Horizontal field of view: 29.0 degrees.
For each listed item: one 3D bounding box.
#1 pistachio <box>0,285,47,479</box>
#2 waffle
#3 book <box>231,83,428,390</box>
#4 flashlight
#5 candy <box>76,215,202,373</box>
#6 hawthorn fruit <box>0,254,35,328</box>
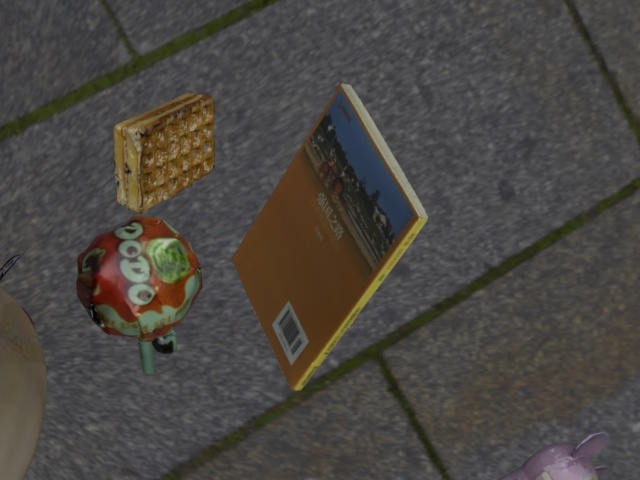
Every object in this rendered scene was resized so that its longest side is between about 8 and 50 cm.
[{"bbox_3d":[-0.311,0.125,0.695,0.332,0.208,0.226,-33,91,-23],"label":"pistachio"},{"bbox_3d":[-0.172,-0.100,1.376,0.148,0.042,0.102,-37,136,-52],"label":"waffle"},{"bbox_3d":[0.000,0.000,1.764,0.028,0.374,0.262,4,46,-36],"label":"book"},{"bbox_3d":[0.074,0.116,0.514,0.110,0.052,0.031,-26,55,-7],"label":"flashlight"},{"bbox_3d":[-0.136,0.064,0.937,0.084,0.287,0.078,-27,75,-17],"label":"candy"},{"bbox_3d":[-0.515,0.145,1.778,0.254,0.254,0.300,36,78,-12],"label":"hawthorn fruit"}]
